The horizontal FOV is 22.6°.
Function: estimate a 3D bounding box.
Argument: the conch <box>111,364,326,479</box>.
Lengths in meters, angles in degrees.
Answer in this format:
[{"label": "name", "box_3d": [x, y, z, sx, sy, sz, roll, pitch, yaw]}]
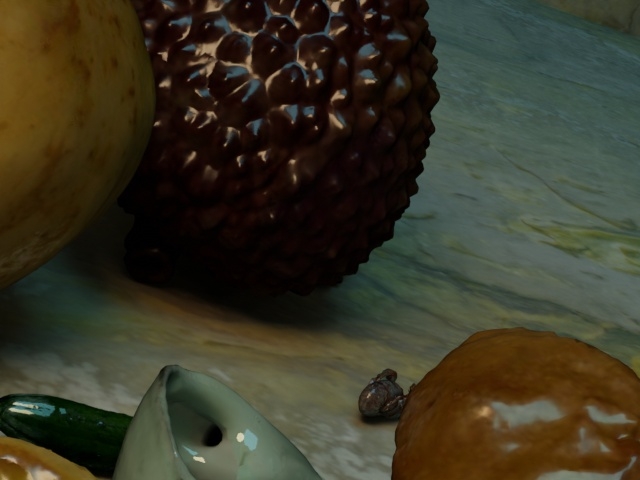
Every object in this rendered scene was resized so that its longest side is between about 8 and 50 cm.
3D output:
[{"label": "conch", "box_3d": [-0.046, 0.154, 0.774, 0.121, 0.185, 0.221, -16, 20, 1]}]

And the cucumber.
[{"label": "cucumber", "box_3d": [-0.129, 0.118, 0.952, 0.167, 0.039, 0.039, 14, 22, -28]}]

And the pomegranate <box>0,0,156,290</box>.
[{"label": "pomegranate", "box_3d": [-0.253, -0.122, 0.979, 0.342, 0.343, 0.342, 20, 20, -8]}]

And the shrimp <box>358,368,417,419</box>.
[{"label": "shrimp", "box_3d": [0.053, 0.113, 1.170, 0.038, 0.029, 0.092, 25, 17, 10]}]

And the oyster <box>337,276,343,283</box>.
[{"label": "oyster", "box_3d": [0.000, 0.001, 1.396, 0.086, 0.029, 0.132, 21, 22, 14]}]

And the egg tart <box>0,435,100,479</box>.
[{"label": "egg tart", "box_3d": [-0.174, 0.185, 0.589, 0.314, 0.120, 0.315, 10, 28, -5]}]

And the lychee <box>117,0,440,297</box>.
[{"label": "lychee", "box_3d": [-0.048, -0.105, 1.243, 0.306, 0.330, 0.306, 38, -6, 5]}]

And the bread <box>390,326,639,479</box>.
[{"label": "bread", "box_3d": [0.131, 0.201, 0.742, 0.179, 0.194, 0.340, -27, 57, -33]}]
